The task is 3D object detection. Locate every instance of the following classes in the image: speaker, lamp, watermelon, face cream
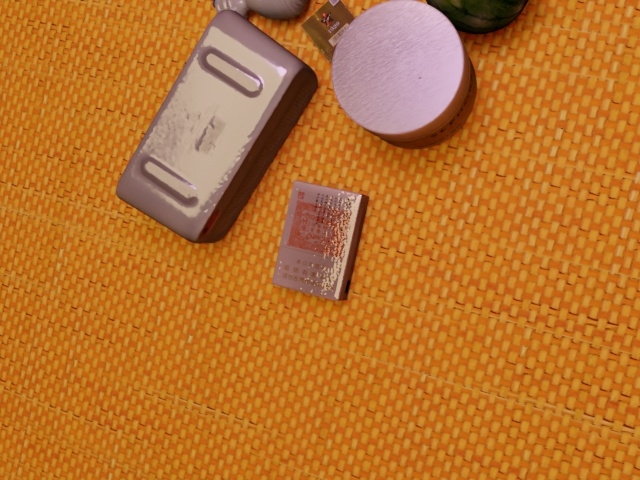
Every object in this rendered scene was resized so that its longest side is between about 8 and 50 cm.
[{"bbox_3d":[-0.186,-0.198,1.361,0.184,0.183,0.406,34,100,11],"label":"speaker"},{"bbox_3d":[-0.109,-0.460,1.382,0.193,0.106,0.106,-8,86,27],"label":"lamp"},{"bbox_3d":[0.271,-0.433,1.208,0.214,0.188,0.188,21,96,0],"label":"watermelon"},{"bbox_3d":[0.147,-0.273,1.245,0.218,0.179,0.218,0,88,19],"label":"face cream"}]

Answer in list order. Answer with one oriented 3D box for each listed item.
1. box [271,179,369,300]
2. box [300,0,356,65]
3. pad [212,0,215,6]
[{"bbox_3d":[0.000,0.000,1.352,0.141,0.058,0.201,15,92,19],"label":"box"},{"bbox_3d":[0.036,-0.381,1.369,0.090,0.023,0.133,-40,77,12],"label":"box"},{"bbox_3d":[-0.117,-0.616,1.432,0.269,0.012,0.270,-13,84,18],"label":"pad"}]
